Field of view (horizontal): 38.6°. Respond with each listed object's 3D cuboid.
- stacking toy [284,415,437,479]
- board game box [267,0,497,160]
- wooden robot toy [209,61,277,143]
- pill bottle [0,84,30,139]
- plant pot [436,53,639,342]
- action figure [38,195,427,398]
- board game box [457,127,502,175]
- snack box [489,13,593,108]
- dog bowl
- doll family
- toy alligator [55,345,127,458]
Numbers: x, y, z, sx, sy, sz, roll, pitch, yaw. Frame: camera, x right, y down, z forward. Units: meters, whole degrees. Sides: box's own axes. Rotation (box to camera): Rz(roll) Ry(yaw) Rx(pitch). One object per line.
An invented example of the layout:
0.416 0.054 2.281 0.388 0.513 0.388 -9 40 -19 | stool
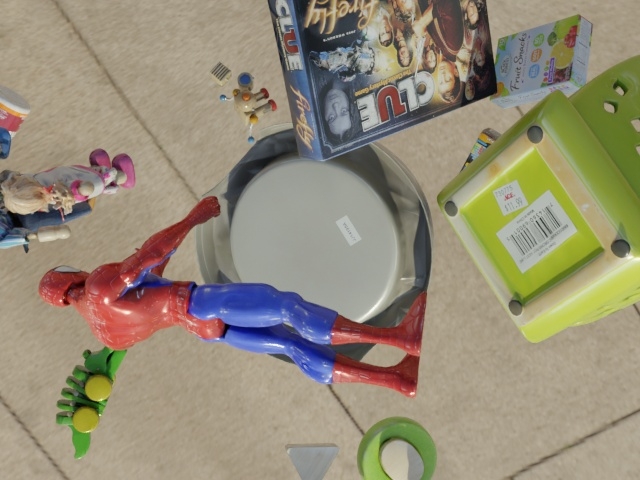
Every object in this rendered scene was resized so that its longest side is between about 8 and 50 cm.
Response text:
0.088 0.435 1.411 0.308 0.130 0.280 -9 95 -13 | stacking toy
0.070 -0.194 0.907 0.243 0.042 0.165 -25 114 -31 | board game box
-0.122 -0.243 1.550 0.076 0.079 0.173 -32 80 -9 | wooden robot toy
-0.620 -0.211 1.718 0.086 0.086 0.152 35 103 -8 | pill bottle
0.274 -0.033 0.958 0.228 0.207 0.227 -44 72 45 | plant pot
-0.062 0.027 0.673 0.280 0.139 0.091 6 137 6 | action figure
0.308 -0.081 1.489 0.170 0.048 0.141 33 118 16 | board game box
0.306 -0.247 1.272 0.037 0.141 0.100 21 74 -35 | snack box
0.000 0.000 1.280 0.348 0.102 0.349 5 106 19 | dog bowl
-0.306 -0.029 0.848 0.262 0.163 0.118 14 113 27 | doll family
-0.252 0.147 1.011 0.051 0.056 0.190 21 90 -9 | toy alligator
